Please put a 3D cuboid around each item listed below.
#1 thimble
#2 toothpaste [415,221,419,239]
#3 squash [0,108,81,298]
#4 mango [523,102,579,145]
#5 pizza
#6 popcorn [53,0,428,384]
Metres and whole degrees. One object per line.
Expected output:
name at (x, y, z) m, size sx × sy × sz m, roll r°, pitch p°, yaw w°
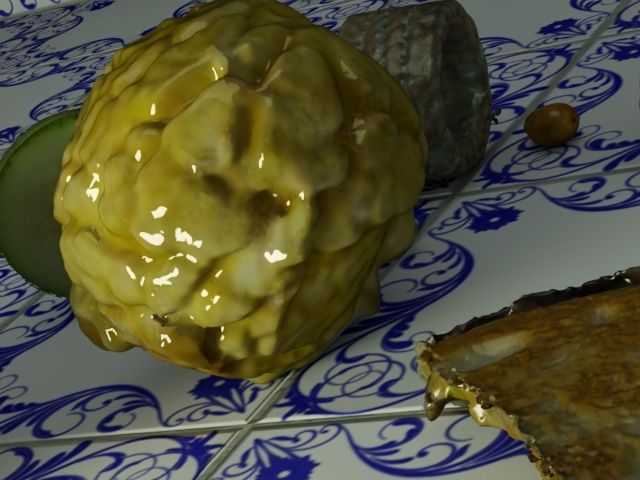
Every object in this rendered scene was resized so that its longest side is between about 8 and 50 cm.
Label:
thimble at (0.104, -0.166, 2.116) m, size 0.148 × 0.196 × 0.229 m, roll -10°, pitch 19°, yaw 22°
toothpaste at (0.000, 0.000, 1.994) m, size 0.248 × 0.047 × 0.078 m, roll -6°, pitch 20°, yaw 39°
squash at (-0.265, -0.040, 2.090) m, size 0.219 × 0.219 × 0.041 m, roll -25°, pitch 24°, yaw -17°
mango at (0.257, -0.132, 2.105) m, size 0.060 × 0.046 × 0.089 m, roll -27°, pitch 15°, yaw -17°
pizza at (0.300, 0.084, 1.406) m, size 0.391 × 0.080 × 0.435 m, roll -23°, pitch 20°, yaw -11°
popcorn at (-0.085, -0.053, 1.732) m, size 0.344 × 0.354 × 0.390 m, roll -25°, pitch -24°, yaw -18°
